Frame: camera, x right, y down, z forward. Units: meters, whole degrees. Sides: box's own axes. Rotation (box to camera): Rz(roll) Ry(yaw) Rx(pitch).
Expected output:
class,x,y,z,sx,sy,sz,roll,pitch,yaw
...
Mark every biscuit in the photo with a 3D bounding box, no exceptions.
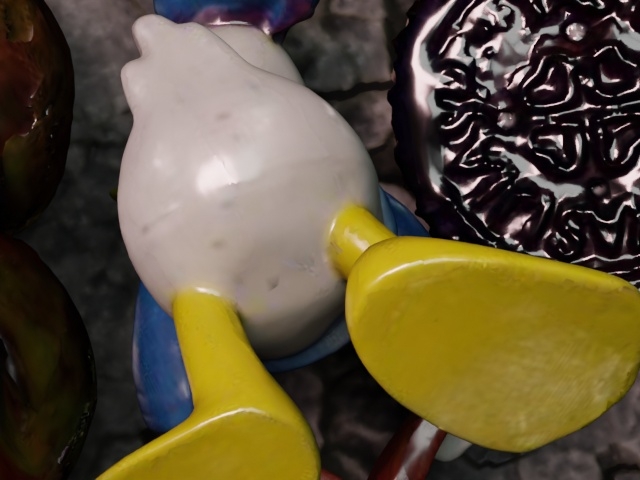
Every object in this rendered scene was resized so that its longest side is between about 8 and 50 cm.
class,x,y,z,sx,sy,sz,roll,pitch,yaw
biscuit,0.123,-0.064,0.898,0.195,0.053,0.194,0,91,8

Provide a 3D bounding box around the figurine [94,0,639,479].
class,x,y,z,sx,sy,sz,roll,pitch,yaw
figurine,0.000,0.000,0.806,0.205,0.283,0.338,-20,46,4

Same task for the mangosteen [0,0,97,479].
class,x,y,z,sx,sy,sz,roll,pitch,yaw
mangosteen,-0.286,0.012,0.728,0.381,0.421,0.381,4,98,28
